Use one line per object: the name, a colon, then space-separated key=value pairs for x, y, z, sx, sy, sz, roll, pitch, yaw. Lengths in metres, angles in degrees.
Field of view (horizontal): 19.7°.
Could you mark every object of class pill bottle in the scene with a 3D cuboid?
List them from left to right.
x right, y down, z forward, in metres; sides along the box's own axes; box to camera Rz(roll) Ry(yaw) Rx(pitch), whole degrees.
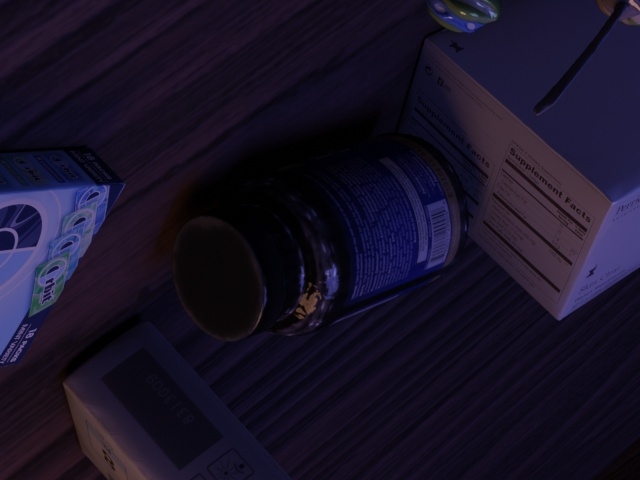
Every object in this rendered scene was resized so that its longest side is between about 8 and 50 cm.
pill bottle: x=0.000 y=0.000 z=1.358 sx=0.219 sy=0.123 sz=0.123 roll=-20 pitch=146 yaw=-45

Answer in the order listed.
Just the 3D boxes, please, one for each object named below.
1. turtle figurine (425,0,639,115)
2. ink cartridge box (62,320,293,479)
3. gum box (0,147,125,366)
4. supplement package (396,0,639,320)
turtle figurine: x=0.149 y=-0.230 z=1.141 sx=0.266 sy=0.198 sz=0.274 roll=-57 pitch=158 yaw=17
ink cartridge box: x=-0.064 y=0.272 z=1.464 sx=0.091 sy=0.308 sz=0.385 roll=-37 pitch=157 yaw=-20
gum box: x=-0.223 y=0.019 z=1.116 sx=0.184 sy=0.041 sz=0.157 roll=-8 pitch=137 yaw=-56
supplement package: x=0.227 y=-0.100 z=1.472 sx=0.262 sy=0.204 sz=0.145 roll=-30 pitch=152 yaw=-31
